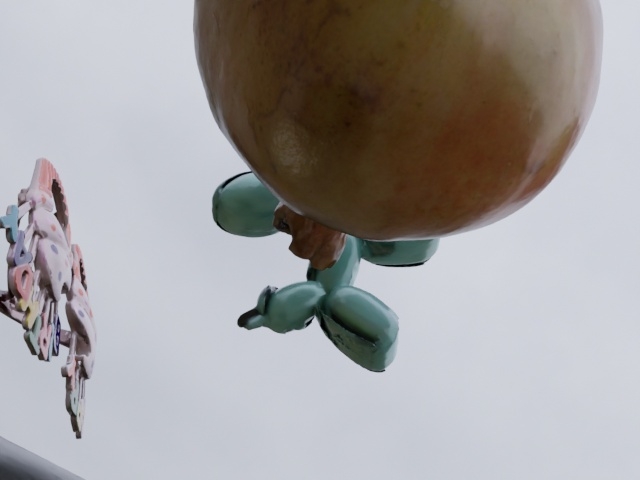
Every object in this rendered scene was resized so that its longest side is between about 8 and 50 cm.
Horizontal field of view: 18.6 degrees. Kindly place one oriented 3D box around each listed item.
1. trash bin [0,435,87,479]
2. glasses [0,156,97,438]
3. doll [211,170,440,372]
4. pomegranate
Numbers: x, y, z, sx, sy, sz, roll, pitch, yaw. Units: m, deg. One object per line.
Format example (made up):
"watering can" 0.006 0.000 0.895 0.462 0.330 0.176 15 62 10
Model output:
"trash bin" -0.191 0.184 0.920 0.203 0.252 0.301 38 0 44
"glasses" -0.225 0.047 1.480 0.255 0.095 0.162 75 2 -53
"doll" 0.000 0.000 1.335 0.158 0.159 0.059 14 -27 4
"pomegranate" 0.038 -0.107 1.183 0.252 0.229 0.270 50 -53 38
